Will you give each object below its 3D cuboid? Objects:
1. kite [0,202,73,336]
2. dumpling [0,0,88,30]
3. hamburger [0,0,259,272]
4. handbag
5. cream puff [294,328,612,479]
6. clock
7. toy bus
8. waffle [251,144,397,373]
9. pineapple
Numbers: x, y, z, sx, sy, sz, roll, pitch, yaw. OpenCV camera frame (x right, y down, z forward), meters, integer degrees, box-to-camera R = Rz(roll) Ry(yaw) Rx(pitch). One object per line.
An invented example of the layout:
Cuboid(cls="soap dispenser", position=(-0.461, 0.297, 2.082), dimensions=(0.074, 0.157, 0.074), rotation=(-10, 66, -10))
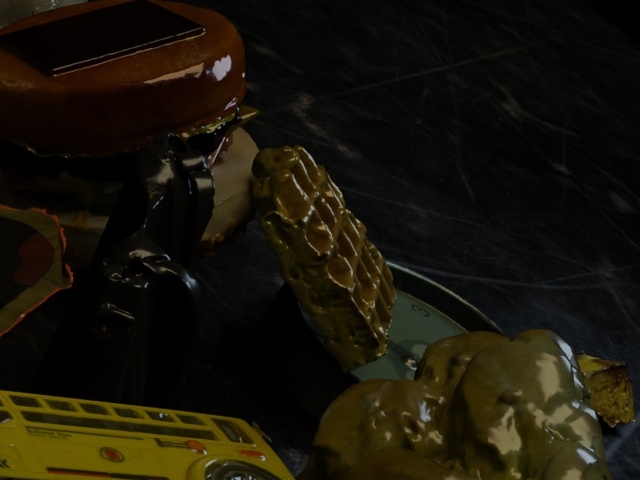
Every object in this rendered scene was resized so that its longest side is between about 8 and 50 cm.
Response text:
Cuboid(cls="kite", position=(-0.343, 0.041, 1.069), dimensions=(0.327, 0.013, 0.377), rotation=(-13, 30, -14))
Cuboid(cls="dumpling", position=(-0.364, -0.242, 1.659), dimensions=(0.204, 0.163, 0.293), rotation=(-7, 29, 2))
Cuboid(cls="hamburger", position=(-0.192, -0.097, 1.400), dimensions=(0.291, 0.225, 0.291), rotation=(-2, 29, 1))
Cuboid(cls="handbag", position=(-0.151, 0.071, 1.130), dimensions=(0.113, 0.257, 0.285), rotation=(17, 27, -2))
Cuboid(cls="cream puff", position=(0.094, 0.224, 1.143), dimensions=(0.257, 0.291, 0.324), rotation=(-4, 46, -3))
Cuboid(cls="clock", position=(0.091, 0.128, 1.516), dimensions=(0.319, 0.066, 0.319), rotation=(23, 25, -12))
Cuboid(cls="toy bus", position=(-0.172, 0.168, 0.872), dimensions=(0.330, 0.144, 0.152), rotation=(12, 24, -36))
Cuboid(cls="waffle", position=(0.000, 0.000, 1.392), dimensions=(0.211, 0.055, 0.160), rotation=(59, 18, -16))
Cuboid(cls="pineapple", position=(0.316, 0.158, 1.703), dimensions=(0.114, 0.077, 0.114), rotation=(23, 11, -24))
